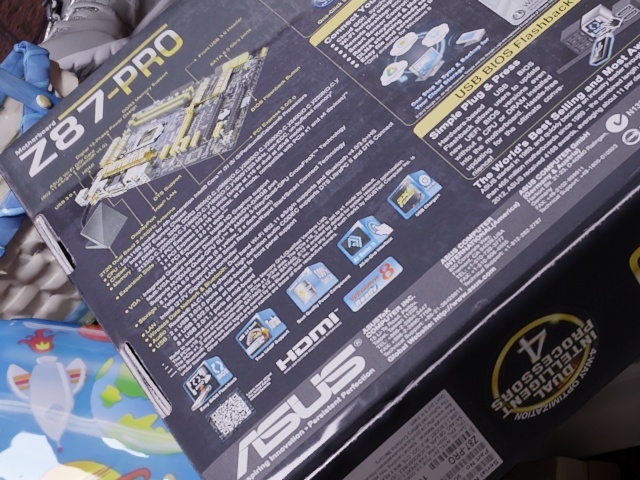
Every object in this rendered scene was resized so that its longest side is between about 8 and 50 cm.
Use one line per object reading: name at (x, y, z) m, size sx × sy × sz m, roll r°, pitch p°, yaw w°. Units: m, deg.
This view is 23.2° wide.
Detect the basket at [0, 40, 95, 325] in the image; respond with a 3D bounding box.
basket at (-0.284, -0.036, 1.212) m, size 0.255 × 0.289 × 0.201 m, roll -41°, pitch 42°, yaw 33°

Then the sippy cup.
sippy cup at (-0.090, 0.146, 0.827) m, size 0.305 × 0.224 × 0.240 m, roll -55°, pitch -21°, yaw -79°

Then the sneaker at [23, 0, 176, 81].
sneaker at (-0.217, -0.184, 1.399) m, size 0.105 × 0.115 × 0.281 m, roll -46°, pitch 3°, yaw 26°

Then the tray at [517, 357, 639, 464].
tray at (0.138, 0.038, 0.784) m, size 0.270 × 0.030 × 0.145 m, roll -28°, pitch 38°, yaw 55°

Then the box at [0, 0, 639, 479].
box at (0.063, -0.071, 0.724) m, size 0.395 × 0.097 × 0.318 m, roll -42°, pitch 44°, yaw -2°

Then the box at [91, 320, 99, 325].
box at (-0.166, -0.011, 1.356) m, size 0.322 × 0.058 × 0.232 m, roll 7°, pitch 74°, yaw 62°

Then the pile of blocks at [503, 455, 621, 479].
pile of blocks at (0.037, 0.197, 0.635) m, size 0.362 × 0.149 × 0.112 m, roll -47°, pitch 13°, yaw -35°
